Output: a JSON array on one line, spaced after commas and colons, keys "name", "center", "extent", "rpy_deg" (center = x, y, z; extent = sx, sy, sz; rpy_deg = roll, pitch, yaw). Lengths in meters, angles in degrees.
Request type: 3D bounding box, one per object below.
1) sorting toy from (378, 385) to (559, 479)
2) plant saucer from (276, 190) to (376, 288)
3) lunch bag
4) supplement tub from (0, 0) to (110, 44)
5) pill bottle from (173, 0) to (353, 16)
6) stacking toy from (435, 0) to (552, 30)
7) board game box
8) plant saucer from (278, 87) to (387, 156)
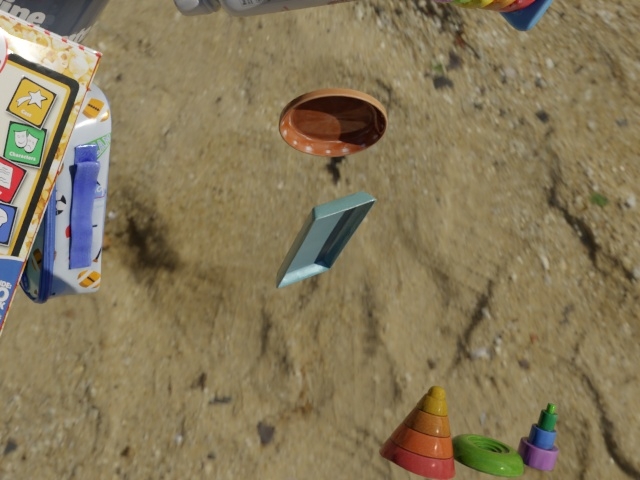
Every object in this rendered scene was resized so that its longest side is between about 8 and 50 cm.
[{"name": "sorting toy", "center": [0.254, 0.290, 1.868], "extent": [0.366, 0.127, 0.126], "rpy_deg": [8, 100, -40]}, {"name": "plant saucer", "center": [0.000, 0.000, 1.196], "extent": [0.067, 0.192, 0.018], "rpy_deg": [-20, 75, -20]}, {"name": "lunch bag", "center": [-0.348, -0.086, 1.511], "extent": [0.115, 0.243, 0.303], "rpy_deg": [-10, 124, -29]}, {"name": "supplement tub", "center": [-0.252, -0.249, 0.975], "extent": [0.191, 0.191, 0.272], "rpy_deg": [36, 127, -11]}, {"name": "pill bottle", "center": [-0.069, -0.405, 1.705], "extent": [0.283, 0.160, 0.160], "rpy_deg": [-5, 109, 13]}, {"name": "stacking toy", "center": [0.173, -0.363, 1.549], "extent": [0.175, 0.302, 0.165], "rpy_deg": [52, 136, 22]}, {"name": "board game box", "center": [-0.224, -0.043, 0.665], "extent": [0.147, 0.045, 0.193], "rpy_deg": [23, 83, -31]}, {"name": "plant saucer", "center": [0.009, -0.092, 0.918], "extent": [0.083, 0.013, 0.083], "rpy_deg": [-2, 151, -1]}]
